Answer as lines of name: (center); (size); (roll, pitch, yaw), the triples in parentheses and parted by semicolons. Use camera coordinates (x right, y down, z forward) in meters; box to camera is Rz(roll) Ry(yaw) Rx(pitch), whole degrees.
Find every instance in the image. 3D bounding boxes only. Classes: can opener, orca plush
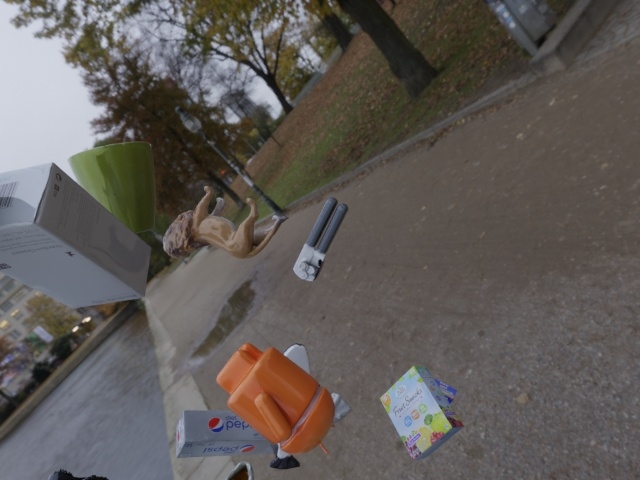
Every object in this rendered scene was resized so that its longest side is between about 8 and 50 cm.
can opener: (0.000, 0.000, 1.352); (0.280, 0.074, 0.093); (-65, -12, 25)
orca plush: (-0.077, 0.410, 1.134); (0.151, 0.287, 0.102); (-3, -19, -14)

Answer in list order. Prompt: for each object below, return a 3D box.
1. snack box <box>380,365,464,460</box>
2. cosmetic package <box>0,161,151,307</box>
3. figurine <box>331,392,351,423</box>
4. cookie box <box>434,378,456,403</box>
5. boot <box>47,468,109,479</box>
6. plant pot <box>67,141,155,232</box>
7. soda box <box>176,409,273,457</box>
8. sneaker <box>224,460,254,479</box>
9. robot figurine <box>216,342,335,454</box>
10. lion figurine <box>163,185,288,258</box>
snack box: (0.295, 0.509, 1.346); (0.174, 0.070, 0.207); (-54, 43, 24)
cosmetic package: (-0.583, 0.011, 1.030); (0.217, 0.385, 0.156); (-10, 59, 9)
figurine: (-0.017, 0.674, 1.706); (0.209, 0.092, 0.215); (-42, 18, -30)
cookie box: (0.400, 0.534, 1.551); (0.040, 0.092, 0.107); (-52, -16, -52)
boot: (-0.482, 0.611, 0.944); (0.094, 0.246, 0.207); (-32, 35, 38)
plant pot: (-0.692, -0.165, 1.584); (0.275, 0.293, 0.275); (-15, 6, 2)
soda box: (-0.267, 0.561, 1.317); (0.091, 0.287, 0.098); (-61, 32, 32)
sneaker: (-0.243, 0.683, 1.167); (0.228, 0.088, 0.092); (-61, -15, -55)
robot figurine: (-0.068, 0.271, 0.767); (0.128, 0.219, 0.158); (-51, -3, -33)
lion figurine: (-0.308, -0.022, 1.425); (0.392, 0.142, 0.240); (14, 71, 26)
